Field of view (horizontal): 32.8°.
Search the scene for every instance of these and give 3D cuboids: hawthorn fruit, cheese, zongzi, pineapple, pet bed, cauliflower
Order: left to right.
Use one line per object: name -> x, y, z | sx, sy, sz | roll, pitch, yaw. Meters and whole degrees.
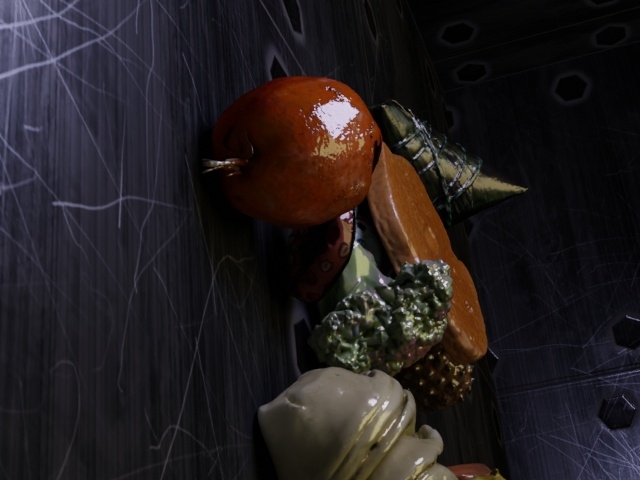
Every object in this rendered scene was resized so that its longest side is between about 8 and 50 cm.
hawthorn fruit -> -0.051, -0.112, 1.431 | 0.299, 0.211, 0.211 | -15, 92, -57
pet bed -> 0.000, 0.000, 1.597 | 0.201, 0.053, 0.201 | -163, -90, -74
cauliflower -> 0.070, 0.092, 1.735 | 0.315, 0.256, 0.239 | 61, -28, -4
cheese -> 0.077, 0.048, 1.906 | 0.244, 0.062, 0.155 | 41, 67, -37
pineapple -> 0.176, 0.170, 2.173 | 0.361, 0.175, 0.175 | 61, 17, -9
zongzi -> 0.241, -0.150, 2.289 | 0.319, 0.362, 0.383 | -122, -167, -75

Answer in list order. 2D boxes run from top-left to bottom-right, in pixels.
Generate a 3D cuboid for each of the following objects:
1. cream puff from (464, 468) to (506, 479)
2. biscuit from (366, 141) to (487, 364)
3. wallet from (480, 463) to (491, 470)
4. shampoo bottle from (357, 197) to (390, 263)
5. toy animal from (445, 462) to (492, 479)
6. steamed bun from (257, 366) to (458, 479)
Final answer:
cream puff -> 0.193, 0.484, 1.566 | 0.324, 0.291, 0.257 | 123, -33, -45
biscuit -> 0.189, 0.026, 2.005 | 0.455, 0.078, 0.350 | 61, 14, -15
wallet -> 0.292, 0.590, 2.062 | 0.377, 0.051, 0.197 | 99, -27, -46
shampoo bottle -> 0.041, -0.086, 1.966 | 0.125, 0.084, 0.350 | -42, 119, -56
toy animal -> 0.227, 0.554, 1.822 | 0.191, 0.216, 0.338 | 178, -91, -68
steamed bun -> 0.065, 0.287, 1.438 | 0.276, 0.203, 0.289 | -65, 133, -74
